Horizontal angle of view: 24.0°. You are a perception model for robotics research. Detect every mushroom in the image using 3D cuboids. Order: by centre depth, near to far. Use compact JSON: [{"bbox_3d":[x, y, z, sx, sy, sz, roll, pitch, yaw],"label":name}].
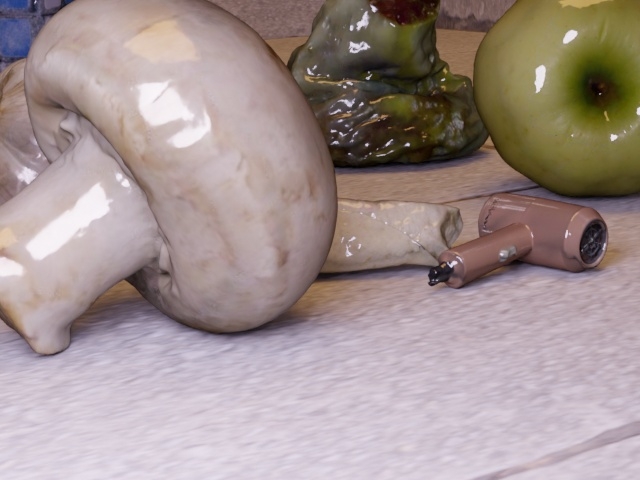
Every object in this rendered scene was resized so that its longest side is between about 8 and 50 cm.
[{"bbox_3d":[-0.143,-0.040,1.177,0.290,0.297,0.297,-37,28,-22],"label":"mushroom"}]

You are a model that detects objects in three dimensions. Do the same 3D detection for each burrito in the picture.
[{"bbox_3d":[0.000,0.000,1.392,0.275,0.082,0.059,0,-18,-7],"label":"burrito"}]

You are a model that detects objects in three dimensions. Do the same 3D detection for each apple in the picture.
[{"bbox_3d":[0.308,-0.170,1.725,0.279,0.279,0.279,-1,12,0],"label":"apple"}]

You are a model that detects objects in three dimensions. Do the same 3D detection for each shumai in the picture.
[{"bbox_3d":[0.063,-0.241,2.025,0.309,0.263,0.304,-13,19,-43],"label":"shumai"}]

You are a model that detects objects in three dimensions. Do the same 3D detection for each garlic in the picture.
[{"bbox_3d":[-0.273,-0.076,1.571,0.212,0.218,0.218,32,-11,-38],"label":"garlic"}]

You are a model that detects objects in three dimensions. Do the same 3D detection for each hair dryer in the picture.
[{"bbox_3d":[0.166,0.010,1.365,0.182,0.064,0.117,-22,25,-39],"label":"hair dryer"}]

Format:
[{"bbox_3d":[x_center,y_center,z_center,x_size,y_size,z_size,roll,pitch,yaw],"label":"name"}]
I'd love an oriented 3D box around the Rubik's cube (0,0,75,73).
[{"bbox_3d":[-0.404,-0.212,1.875,0.292,0.293,0.287,4,14,17],"label":"Rubik's cube"}]
